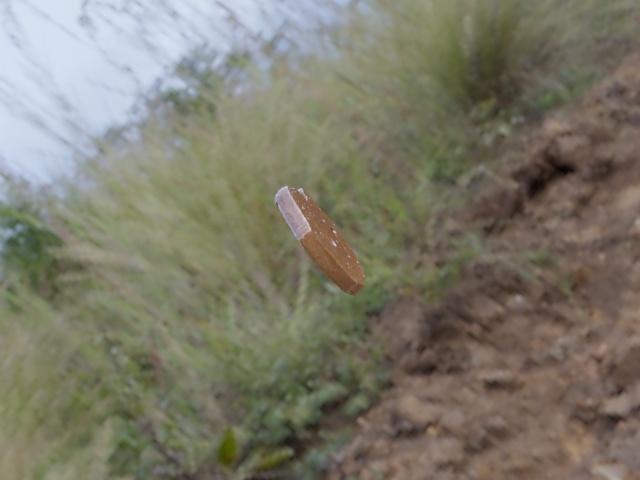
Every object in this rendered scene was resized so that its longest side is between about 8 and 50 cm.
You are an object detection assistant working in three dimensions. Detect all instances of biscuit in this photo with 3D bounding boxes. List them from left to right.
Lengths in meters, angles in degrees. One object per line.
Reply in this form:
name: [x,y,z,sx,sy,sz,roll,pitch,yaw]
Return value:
biscuit: [0.000,0.000,1.229,0.019,0.102,0.130,-38,1,8]
